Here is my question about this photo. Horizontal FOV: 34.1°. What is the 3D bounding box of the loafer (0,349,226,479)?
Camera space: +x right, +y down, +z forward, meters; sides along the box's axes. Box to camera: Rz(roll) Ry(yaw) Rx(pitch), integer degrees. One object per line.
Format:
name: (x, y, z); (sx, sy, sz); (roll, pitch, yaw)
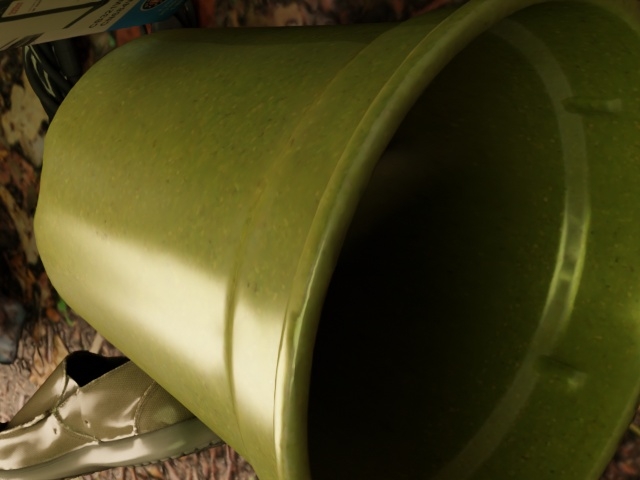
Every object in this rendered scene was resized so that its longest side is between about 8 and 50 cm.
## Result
loafer: (-0.161, 0.122, 0.755); (0.251, 0.094, 0.087); (-17, 81, 32)

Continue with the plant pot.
plant pot: (0.000, 0.000, 0.517); (0.254, 0.276, 0.276); (19, 114, 42)

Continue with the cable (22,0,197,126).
cable: (-0.141, -0.121, 0.696); (0.150, 0.047, 0.185); (-19, 95, 42)

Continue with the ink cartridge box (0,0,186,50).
ink cartridge box: (-0.109, -0.145, 0.410); (0.148, 0.203, 0.086); (-32, 88, 39)
